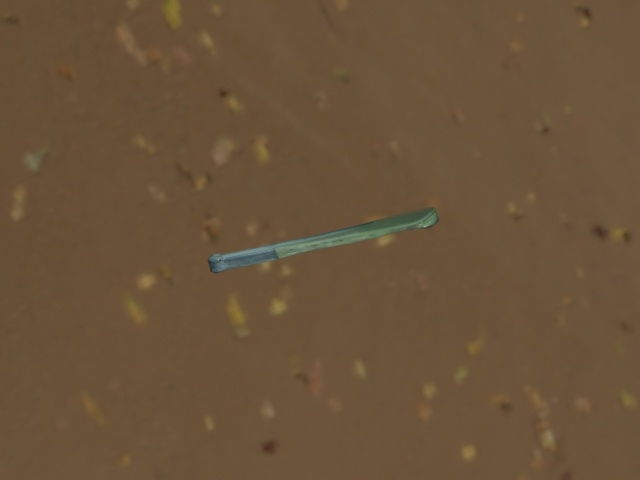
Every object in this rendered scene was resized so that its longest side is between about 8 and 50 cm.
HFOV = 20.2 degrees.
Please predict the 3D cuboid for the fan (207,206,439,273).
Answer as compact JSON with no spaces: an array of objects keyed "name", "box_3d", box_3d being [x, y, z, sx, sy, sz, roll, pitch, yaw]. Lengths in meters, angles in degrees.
[{"name":"fan","box_3d":[0.000,0.000,1.426,0.038,0.193,0.016,-46,122,-72]}]
